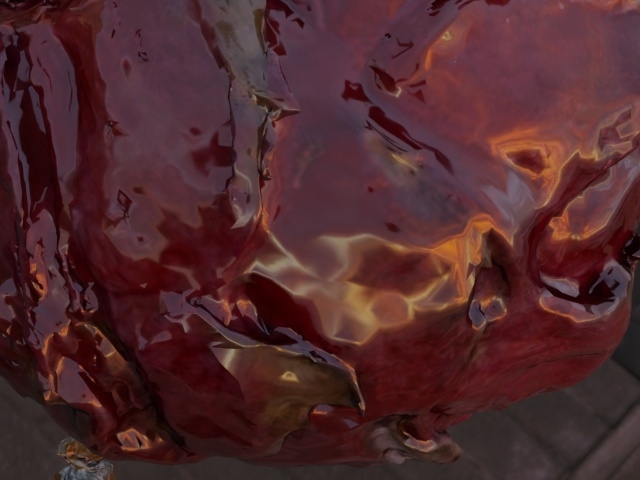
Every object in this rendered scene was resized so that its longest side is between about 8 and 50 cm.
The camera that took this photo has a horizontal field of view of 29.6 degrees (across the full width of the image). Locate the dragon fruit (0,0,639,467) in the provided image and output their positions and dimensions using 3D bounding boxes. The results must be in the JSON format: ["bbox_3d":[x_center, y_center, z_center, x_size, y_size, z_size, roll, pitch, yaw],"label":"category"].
[{"bbox_3d":[-0.013,-0.048,0.522,0.329,0.329,0.329,8,51,-10],"label":"dragon fruit"}]

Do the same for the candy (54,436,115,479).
[{"bbox_3d":[-0.195,0.228,1.032,0.053,0.182,0.046,2,43,5],"label":"candy"}]
